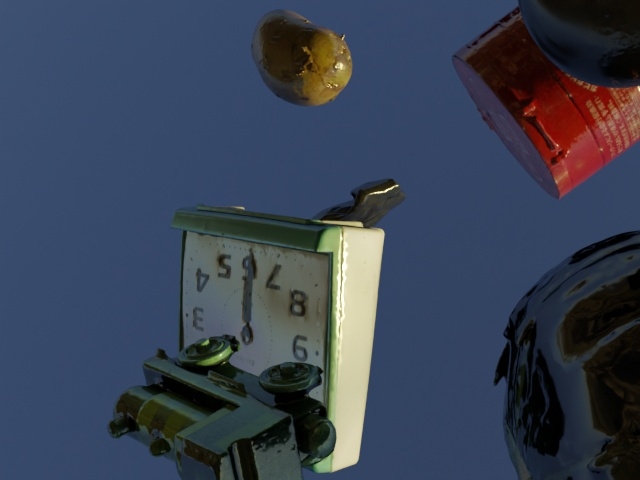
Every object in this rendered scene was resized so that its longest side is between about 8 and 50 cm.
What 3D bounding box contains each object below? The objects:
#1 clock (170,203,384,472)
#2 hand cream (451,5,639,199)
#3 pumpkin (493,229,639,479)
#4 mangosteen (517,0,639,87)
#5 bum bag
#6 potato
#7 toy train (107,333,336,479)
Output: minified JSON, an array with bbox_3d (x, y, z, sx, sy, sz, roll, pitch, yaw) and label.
[{"bbox_3d":[-0.041,0.084,1.093,0.262,0.116,0.231,8,-82,52],"label":"clock"},{"bbox_3d":[0.237,-0.151,1.128,0.125,0.193,0.193,-35,-118,4],"label":"hand cream"},{"bbox_3d":[0.258,0.125,0.673,0.296,0.296,0.295,-5,-115,11],"label":"pumpkin"},{"bbox_3d":[0.188,-0.156,0.650,0.137,0.151,0.137,-1,-92,30],"label":"mangosteen"},{"bbox_3d":[0.000,0.000,1.510,0.310,0.137,0.074,-32,-100,34],"label":"bum bag"},{"bbox_3d":[-0.032,-0.267,1.621,0.137,0.137,0.176,-40,-140,-7],"label":"potato"},{"bbox_3d":[-0.082,0.139,0.856,0.132,0.083,0.200,-24,-159,-37],"label":"toy train"}]
